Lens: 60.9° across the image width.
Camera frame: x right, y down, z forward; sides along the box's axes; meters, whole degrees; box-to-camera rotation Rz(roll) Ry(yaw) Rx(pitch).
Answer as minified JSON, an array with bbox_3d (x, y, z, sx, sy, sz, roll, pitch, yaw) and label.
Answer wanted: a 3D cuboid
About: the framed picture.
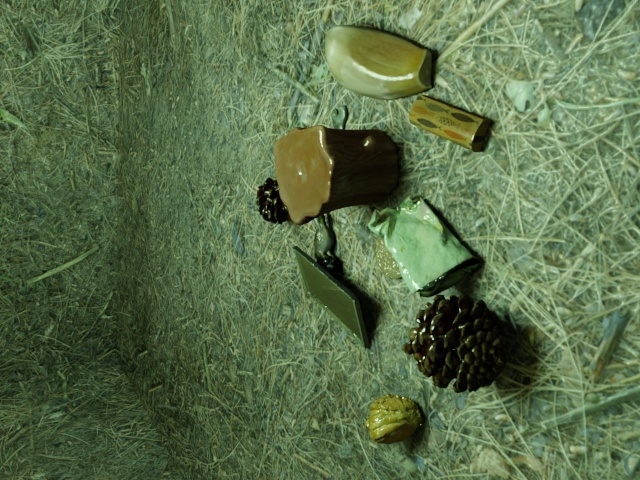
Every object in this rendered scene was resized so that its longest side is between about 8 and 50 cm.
[{"bbox_3d":[0.025,0.142,1.398,0.265,0.018,0.192,39,155,42],"label":"framed picture"}]

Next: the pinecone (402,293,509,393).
[{"bbox_3d":[0.257,0.189,1.046,0.184,0.179,0.204,-65,32,13],"label":"pinecone"}]

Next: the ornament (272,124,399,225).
[{"bbox_3d":[0.037,-0.159,1.213,0.221,0.217,0.235,42,129,40],"label":"ornament"}]

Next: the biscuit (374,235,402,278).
[{"bbox_3d":[0.166,0.030,1.255,0.120,0.015,0.120,16,110,50],"label":"biscuit"}]

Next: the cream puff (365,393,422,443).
[{"bbox_3d":[0.166,0.412,1.268,0.133,0.119,0.104,-44,41,19],"label":"cream puff"}]

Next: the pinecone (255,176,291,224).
[{"bbox_3d":[-0.107,-0.112,1.496,0.121,0.140,0.140,18,113,30],"label":"pinecone"}]

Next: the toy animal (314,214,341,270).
[{"bbox_3d":[0.005,0.006,1.425,0.105,0.070,0.202,-172,74,-65],"label":"toy animal"}]

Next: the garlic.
[{"bbox_3d":[0.109,-0.382,1.181,0.318,0.112,0.143,28,117,34],"label":"garlic"}]

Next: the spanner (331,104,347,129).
[{"bbox_3d":[0.049,-0.206,1.357,0.054,0.015,0.254,12,108,49],"label":"spanner"}]

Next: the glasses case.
[{"bbox_3d":[0.248,-0.231,1.066,0.170,0.041,0.064,39,126,43],"label":"glasses case"}]

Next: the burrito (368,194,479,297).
[{"bbox_3d":[0.205,0.007,1.128,0.229,0.144,0.089,59,179,35],"label":"burrito"}]
